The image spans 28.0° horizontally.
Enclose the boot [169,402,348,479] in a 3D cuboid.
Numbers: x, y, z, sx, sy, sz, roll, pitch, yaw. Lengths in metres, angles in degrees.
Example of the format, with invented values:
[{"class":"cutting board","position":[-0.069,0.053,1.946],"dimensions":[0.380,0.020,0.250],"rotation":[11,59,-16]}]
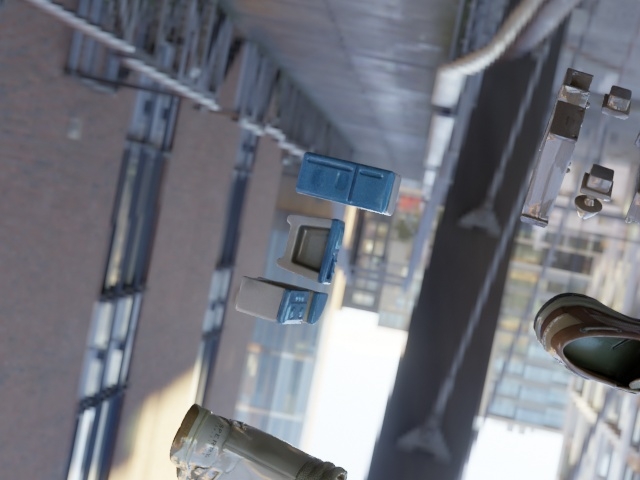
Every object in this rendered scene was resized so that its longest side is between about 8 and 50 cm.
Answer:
[{"class":"boot","position":[-0.069,0.284,1.569],"dimensions":[0.203,0.095,0.262],"rotation":[22,163,8]}]

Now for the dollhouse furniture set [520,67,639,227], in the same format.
[{"class":"dollhouse furniture set","position":[0.518,-0.086,2.040],"dimensions":[0.355,0.174,0.303],"rotation":[18,-140,5]}]

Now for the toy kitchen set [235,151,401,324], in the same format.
[{"class":"toy kitchen set","position":[0.000,0.000,1.538],"dimensions":[0.122,0.207,0.166],"rotation":[14,180,16]}]

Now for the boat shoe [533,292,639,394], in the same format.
[{"class":"boat shoe","position":[0.465,0.177,1.859],"dimensions":[0.324,0.123,0.120],"rotation":[14,-157,-10]}]
